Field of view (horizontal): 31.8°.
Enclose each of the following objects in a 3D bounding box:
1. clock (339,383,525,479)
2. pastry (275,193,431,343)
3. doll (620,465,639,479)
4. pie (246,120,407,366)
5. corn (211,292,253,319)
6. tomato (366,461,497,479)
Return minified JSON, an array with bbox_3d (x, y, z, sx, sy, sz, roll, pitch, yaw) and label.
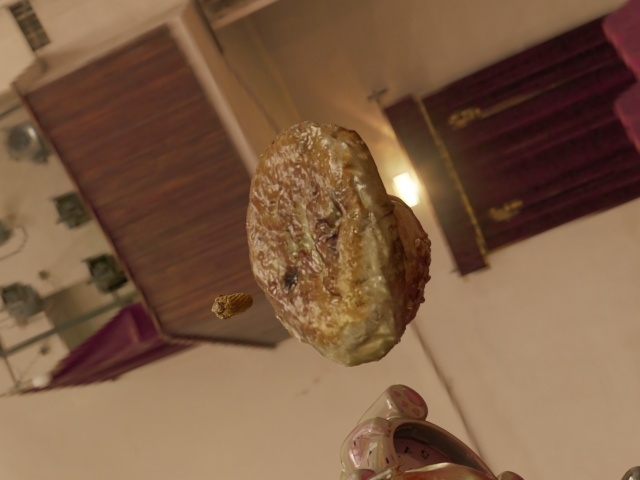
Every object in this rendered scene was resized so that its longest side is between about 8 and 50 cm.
[{"bbox_3d":[0.150,0.354,1.529,0.284,0.114,0.309,40,-158,4],"label":"clock"},{"bbox_3d":[0.063,0.060,1.806,0.184,0.284,0.315,44,176,-14],"label":"pastry"},{"bbox_3d":[0.506,0.352,1.115,0.382,0.378,0.252,-152,68,-69],"label":"doll"},{"bbox_3d":[0.000,0.000,1.337,0.315,0.092,0.315,34,130,53],"label":"pie"},{"bbox_3d":[-0.105,0.076,1.325,0.028,0.027,0.083,28,-168,15],"label":"corn"},{"bbox_3d":[0.113,0.370,1.144,0.303,0.303,0.239,57,177,-36],"label":"tomato"}]
